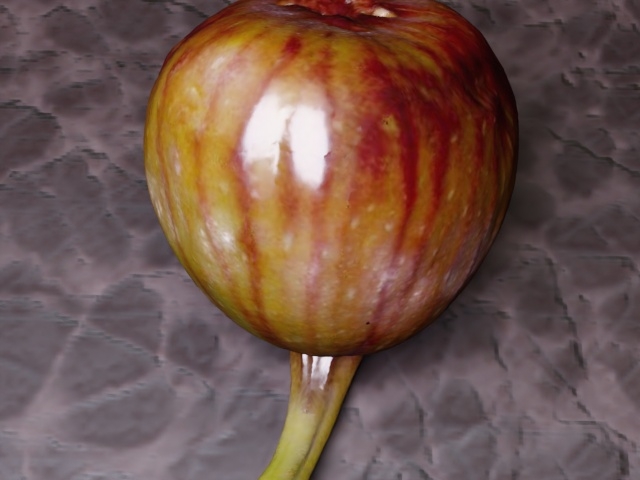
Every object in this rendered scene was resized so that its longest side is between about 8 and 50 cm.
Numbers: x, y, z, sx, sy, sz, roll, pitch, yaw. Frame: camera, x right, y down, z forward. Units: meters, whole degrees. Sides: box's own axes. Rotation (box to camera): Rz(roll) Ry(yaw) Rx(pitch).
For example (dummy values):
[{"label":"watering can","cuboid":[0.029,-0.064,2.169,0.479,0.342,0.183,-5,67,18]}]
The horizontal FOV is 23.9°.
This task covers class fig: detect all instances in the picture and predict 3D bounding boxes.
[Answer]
[{"label":"fig","cuboid":[0.003,-0.006,0.668,0.175,0.207,0.175,-2,24,1]}]
